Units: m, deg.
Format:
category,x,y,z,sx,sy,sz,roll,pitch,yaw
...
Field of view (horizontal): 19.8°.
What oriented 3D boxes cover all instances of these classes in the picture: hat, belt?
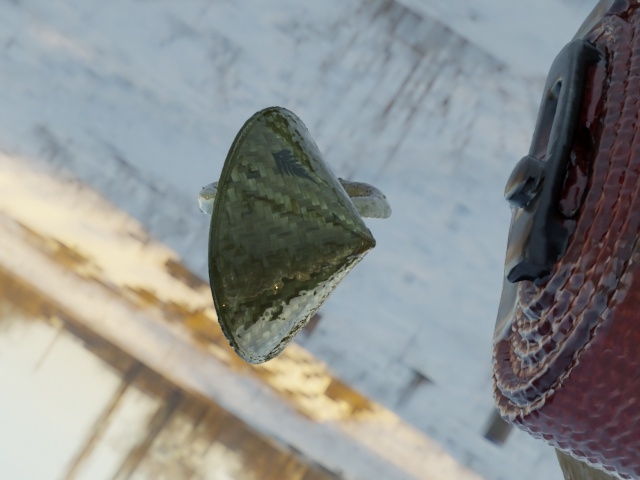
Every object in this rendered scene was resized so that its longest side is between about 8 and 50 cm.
category,x,y,z,sx,sy,sz,roll,pitch,yaw
hat,0.000,0.000,1.014,0.067,0.146,0.146,5,164,23
belt,0.119,-0.008,0.595,0.124,0.201,0.128,25,134,-8

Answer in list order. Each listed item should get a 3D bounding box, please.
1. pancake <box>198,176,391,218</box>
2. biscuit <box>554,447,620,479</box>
category,x,y,z,sx,sy,sz,roll,pitch,yaw
pancake,-0.019,-0.033,1.396,0.158,0.028,0.158,3,-171,-1
biscuit,0.220,0.150,1.053,0.339,0.047,0.216,114,139,-69
